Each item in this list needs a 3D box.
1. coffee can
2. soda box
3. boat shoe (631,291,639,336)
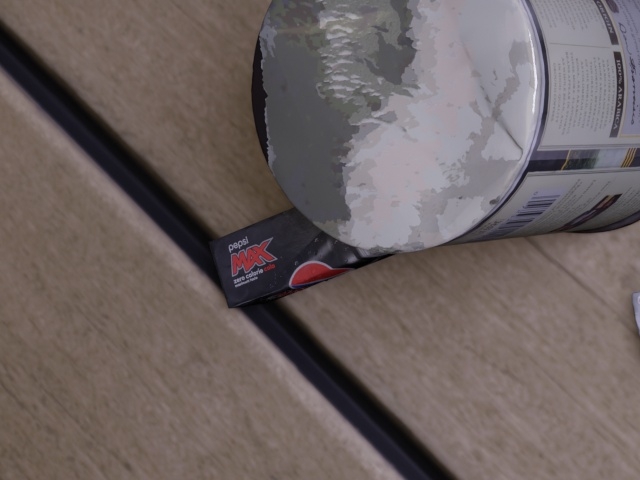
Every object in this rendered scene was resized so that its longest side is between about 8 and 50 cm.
[{"bbox_3d":[0.114,-0.099,1.276,0.201,0.275,0.202,2,94,33],"label":"coffee can"},{"bbox_3d":[0.000,0.000,1.488,0.169,0.053,0.060,-22,81,32],"label":"soda box"},{"bbox_3d":[0.288,0.027,1.304,0.184,0.066,0.063,-27,79,41],"label":"boat shoe"}]
